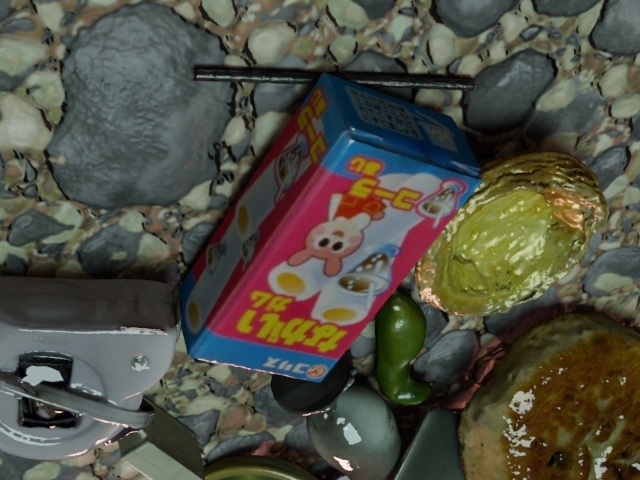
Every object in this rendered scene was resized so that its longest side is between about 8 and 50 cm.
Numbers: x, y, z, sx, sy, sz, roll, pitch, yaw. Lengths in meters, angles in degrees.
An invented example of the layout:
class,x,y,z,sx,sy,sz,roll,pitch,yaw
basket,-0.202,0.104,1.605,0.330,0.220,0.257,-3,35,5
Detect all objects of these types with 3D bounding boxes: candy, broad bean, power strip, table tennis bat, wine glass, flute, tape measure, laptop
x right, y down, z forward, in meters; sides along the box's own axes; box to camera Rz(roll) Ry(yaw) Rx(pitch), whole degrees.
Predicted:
class,x,y,z,sx,sy,sz,roll,pitch,yaw
candy,-0.001,-0.001,1.122,0.157,0.100,0.306,14,127,-31
broad bean,0.088,0.118,1.298,0.070,0.048,0.213,-22,138,-6
power strip,-0.191,0.217,1.284,0.042,0.075,0.175,-33,131,12
table tennis bat,-0.124,0.373,1.441,0.321,0.050,0.198,-31,112,18
wine glass,0.032,0.203,1.321,0.103,0.103,0.222,-27,137,7
flute,0.017,-0.146,1.061,0.269,0.014,0.014,0,131,-17
tape measure,-0.261,0.126,1.149,0.236,0.120,0.197,4,123,-10
laptop,0.165,0.311,1.438,0.269,0.015,0.187,26,92,-47

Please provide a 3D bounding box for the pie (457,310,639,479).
class,x,y,z,sx,sy,sz,roll,pitch,yaw
pie,0.307,0.226,1.400,0.315,0.092,0.315,-11,121,-20

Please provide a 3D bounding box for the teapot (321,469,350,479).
class,x,y,z,sx,sy,sz,roll,pitch,yaw
teapot,0.070,0.346,1.478,0.146,0.148,0.116,-53,163,12

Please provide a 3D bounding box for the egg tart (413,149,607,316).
class,x,y,z,sx,sy,sz,roll,pitch,yaw
egg tart,0.183,-0.015,1.176,0.213,0.090,0.212,-12,134,-13
